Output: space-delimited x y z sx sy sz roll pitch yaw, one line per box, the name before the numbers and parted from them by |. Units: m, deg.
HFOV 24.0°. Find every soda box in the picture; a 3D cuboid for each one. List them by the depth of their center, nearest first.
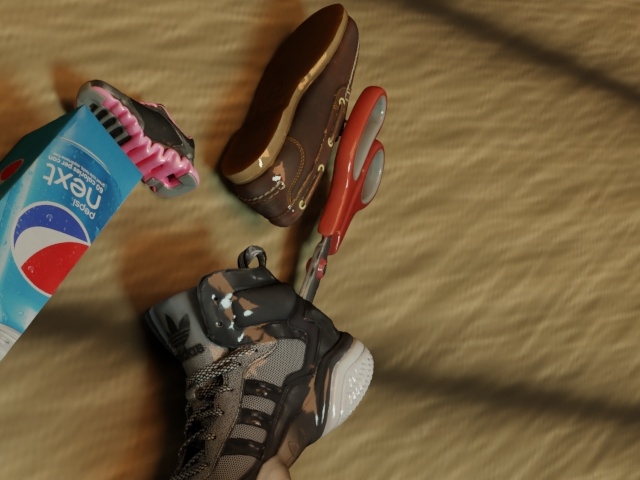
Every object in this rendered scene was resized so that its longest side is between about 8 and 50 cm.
soda box | -0.201 0.007 0.959 0.067 0.071 0.210 51 43 -21

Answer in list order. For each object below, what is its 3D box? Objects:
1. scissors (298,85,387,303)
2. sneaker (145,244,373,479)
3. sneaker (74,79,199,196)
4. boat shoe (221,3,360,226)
scissors | 0.000 0.000 1.192 0.109 0.021 0.297 88 22 -48
sneaker | -0.077 0.115 1.042 0.153 0.101 0.268 51 44 -11
sneaker | -0.132 -0.084 1.100 0.119 0.047 0.057 44 40 -38
boat shoe | -0.014 -0.101 1.217 0.073 0.073 0.207 46 53 -28
